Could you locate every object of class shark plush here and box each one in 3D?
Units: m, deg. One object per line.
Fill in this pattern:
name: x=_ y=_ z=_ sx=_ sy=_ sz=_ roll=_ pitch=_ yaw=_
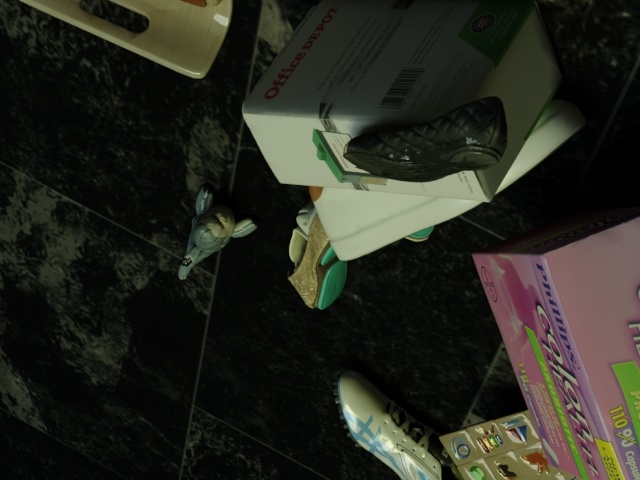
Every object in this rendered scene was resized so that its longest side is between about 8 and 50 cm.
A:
shark plush: x=-0.138 y=-0.001 z=1.864 sx=0.073 sy=0.067 sz=0.161 roll=41 pitch=147 yaw=-13

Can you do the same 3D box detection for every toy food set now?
toy food set: x=-0.191 y=-0.292 z=1.497 sx=0.220 sy=0.092 sz=0.306 roll=25 pitch=148 yaw=13

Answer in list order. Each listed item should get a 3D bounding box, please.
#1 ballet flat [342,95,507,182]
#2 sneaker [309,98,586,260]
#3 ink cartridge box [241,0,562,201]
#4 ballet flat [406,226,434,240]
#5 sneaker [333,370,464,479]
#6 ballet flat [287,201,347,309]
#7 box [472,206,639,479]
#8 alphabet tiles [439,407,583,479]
ballet flat: x=0.082 y=-0.076 z=1.311 sx=0.057 sy=0.049 sz=0.173 roll=26 pitch=161 yaw=-36
sneaker: x=0.095 y=-0.081 z=1.509 sx=0.290 sy=0.106 sz=0.123 roll=-25 pitch=97 yaw=37
ink cartridge box: x=0.068 y=-0.124 z=1.436 sx=0.219 sy=0.160 sz=0.092 roll=7 pitch=139 yaw=37
ballet flat: x=0.048 y=-0.067 z=1.644 sx=0.168 sy=0.057 sz=0.052 roll=45 pitch=175 yaw=-13
sneaker: x=0.103 y=0.234 z=1.973 sx=0.086 sy=0.085 sz=0.237 roll=-32 pitch=110 yaw=27
ballet flat: x=0.000 y=0.000 z=1.751 sx=0.067 sy=0.073 sz=0.206 roll=41 pitch=146 yaw=14
box: x=0.243 y=0.090 z=1.444 sx=0.243 sy=0.117 sz=0.213 roll=179 pitch=70 yaw=-81
alphabet tiles: x=0.263 y=0.259 z=1.780 sx=0.237 sy=0.009 sz=0.198 roll=-23 pitch=103 yaw=39
